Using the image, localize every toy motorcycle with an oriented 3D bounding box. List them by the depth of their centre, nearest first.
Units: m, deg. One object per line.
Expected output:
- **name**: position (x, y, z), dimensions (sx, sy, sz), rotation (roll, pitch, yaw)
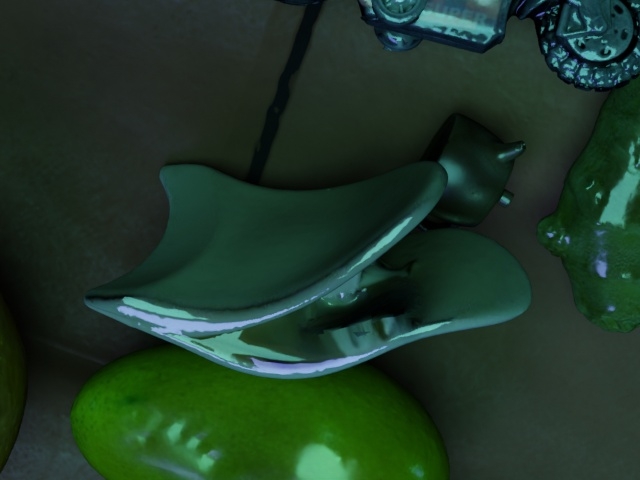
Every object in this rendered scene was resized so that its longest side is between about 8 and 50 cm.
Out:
- **toy motorcycle**: position (0.095, -0.215, 1.279), dimensions (0.307, 0.108, 0.173), rotation (17, 89, 3)

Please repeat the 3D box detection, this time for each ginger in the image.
- **ginger**: position (0.260, -0.068, 1.312), dimensions (0.137, 0.089, 0.290), rotation (29, 100, -31)

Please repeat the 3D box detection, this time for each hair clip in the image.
- **hair clip**: position (0.000, 0.016, 1.294), dimensions (0.282, 0.172, 0.113), rotation (-8, 123, 24)

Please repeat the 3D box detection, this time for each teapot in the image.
- **teapot**: position (0.105, -0.040, 1.339), dimensions (0.068, 0.076, 0.121), rotation (30, 133, -7)

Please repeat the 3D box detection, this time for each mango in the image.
- **mango**: position (-0.038, 0.152, 1.349), dimensions (0.273, 0.185, 0.149), rotation (9, 69, 17)

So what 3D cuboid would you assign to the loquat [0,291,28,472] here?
- **loquat**: position (-0.340, 0.109, 1.324), dimensions (0.263, 0.263, 0.263), rotation (1, 104, 5)
